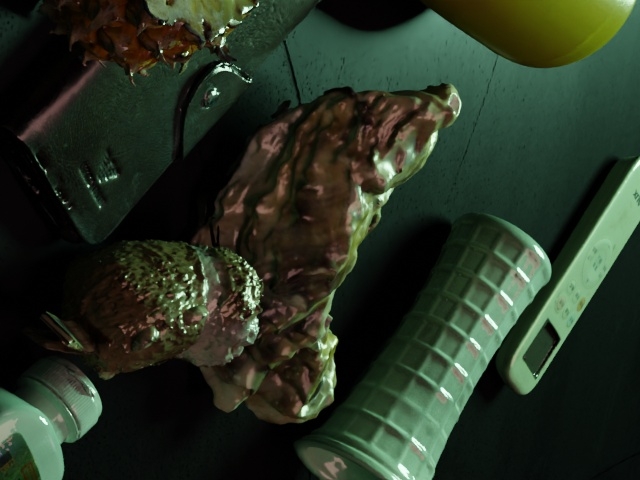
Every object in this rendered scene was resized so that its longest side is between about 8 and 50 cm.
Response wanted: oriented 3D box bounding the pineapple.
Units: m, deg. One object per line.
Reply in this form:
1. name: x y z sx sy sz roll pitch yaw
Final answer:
1. pineapple: -0.142 -0.183 1.304 0.161 0.137 0.176 5 67 -46

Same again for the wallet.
1. wallet: -0.112 -0.146 1.441 0.318 0.045 0.172 -51 144 -20

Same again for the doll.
1. doll: -0.143 0.056 1.468 0.221 0.115 0.105 -14 166 -40

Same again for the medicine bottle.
1. medicine bottle: -0.261 0.178 1.401 0.229 0.083 0.121 -42 142 -31

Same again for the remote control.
1. remote control: 0.291 0.036 2.159 0.309 0.038 0.090 -56 147 -15

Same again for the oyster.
1. oyster: 0.001 0.001 1.630 0.351 0.115 0.238 -54 150 12

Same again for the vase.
1. vase: 0.111 0.119 1.864 0.299 0.143 0.143 -56 147 -21

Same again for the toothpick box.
1. toothpick box: 0.151 -0.263 1.629 0.271 0.175 0.175 19 95 -55
